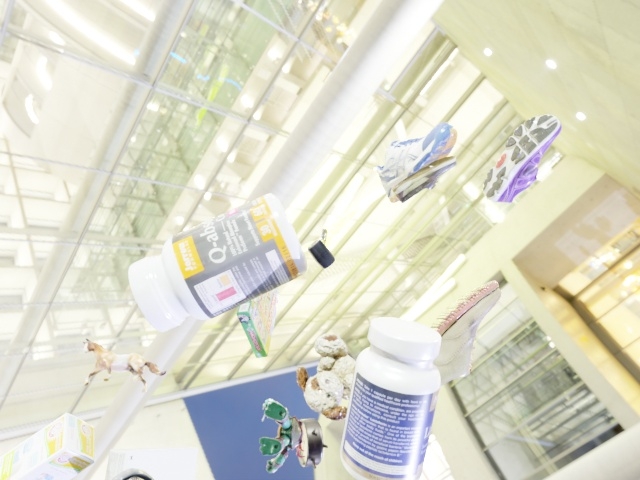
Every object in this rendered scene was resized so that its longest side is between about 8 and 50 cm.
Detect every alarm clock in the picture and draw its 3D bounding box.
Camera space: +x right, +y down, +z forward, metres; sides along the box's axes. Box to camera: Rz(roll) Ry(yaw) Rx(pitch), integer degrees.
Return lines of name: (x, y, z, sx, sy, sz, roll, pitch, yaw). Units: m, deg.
alarm clock: (-0.037, 0.611, 1.296, 0.064, 0.192, 0.130, 4, -102, -21)

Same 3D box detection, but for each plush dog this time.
plush dog: (0.039, 0.493, 1.469, 0.262, 0.211, 0.225, 38, -125, 26)

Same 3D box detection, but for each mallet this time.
mallet: (0.000, 0.000, 0.982, 0.062, 0.039, 0.190, 50, -166, -19)

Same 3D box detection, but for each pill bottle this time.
pill bottle: (-0.175, 0.042, 0.750, 0.162, 0.278, 0.162, 63, 173, 14)
pill bottle: (0.128, 0.282, 0.757, 0.153, 0.265, 0.153, 9, -172, -1)

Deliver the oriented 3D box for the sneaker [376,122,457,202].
sneaker: (0.224, -0.215, 1.081, 0.111, 0.296, 0.131, -21, -106, -29)

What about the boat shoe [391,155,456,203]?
boat shoe: (0.235, -0.135, 0.942, 0.049, 0.152, 0.056, 58, -161, -13)

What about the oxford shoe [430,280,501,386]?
oxford shoe: (0.317, 0.244, 1.002, 0.130, 0.348, 0.123, 44, -179, 10)

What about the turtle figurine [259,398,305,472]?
turtle figurine: (-0.102, 0.497, 1.101, 0.234, 0.118, 0.176, 83, 175, -62)

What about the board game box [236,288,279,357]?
board game box: (-0.216, 0.228, 1.526, 0.317, 0.046, 0.214, -85, -18, -56)

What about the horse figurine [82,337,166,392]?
horse figurine: (-0.645, 0.411, 1.381, 0.263, 0.066, 0.174, 16, -165, -26)

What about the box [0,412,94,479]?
box: (-0.696, 0.559, 1.080, 0.114, 0.203, 0.103, 51, 173, 50)

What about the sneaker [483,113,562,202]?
sneaker: (0.347, -0.135, 0.721, 0.071, 0.170, 0.068, 11, -137, -17)

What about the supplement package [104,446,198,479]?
supplement package: (-0.472, 0.656, 1.173, 0.194, 0.203, 0.150, 15, -118, -33)

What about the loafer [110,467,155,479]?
loafer: (-0.241, 0.504, 0.704, 0.109, 0.095, 0.303, -46, -63, -29)
